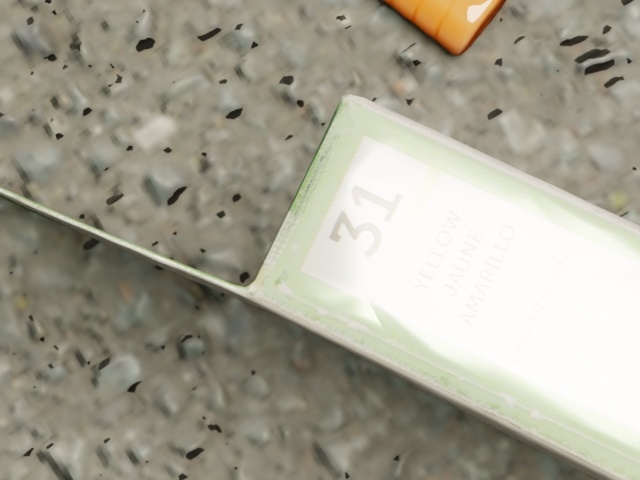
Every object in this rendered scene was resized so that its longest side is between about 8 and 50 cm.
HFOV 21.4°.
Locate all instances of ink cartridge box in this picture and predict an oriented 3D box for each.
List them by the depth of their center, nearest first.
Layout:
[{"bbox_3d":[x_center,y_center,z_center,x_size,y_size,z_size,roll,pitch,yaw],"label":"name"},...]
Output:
[{"bbox_3d":[0.000,0.000,0.422,0.235,0.171,0.056,27,87,5],"label":"ink cartridge box"}]

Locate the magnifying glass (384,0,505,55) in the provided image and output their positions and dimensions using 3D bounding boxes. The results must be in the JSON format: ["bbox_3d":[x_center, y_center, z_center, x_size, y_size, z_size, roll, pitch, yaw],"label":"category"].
[{"bbox_3d":[-0.040,-0.136,0.509,0.231,0.026,0.092,38,89,5],"label":"magnifying glass"}]
